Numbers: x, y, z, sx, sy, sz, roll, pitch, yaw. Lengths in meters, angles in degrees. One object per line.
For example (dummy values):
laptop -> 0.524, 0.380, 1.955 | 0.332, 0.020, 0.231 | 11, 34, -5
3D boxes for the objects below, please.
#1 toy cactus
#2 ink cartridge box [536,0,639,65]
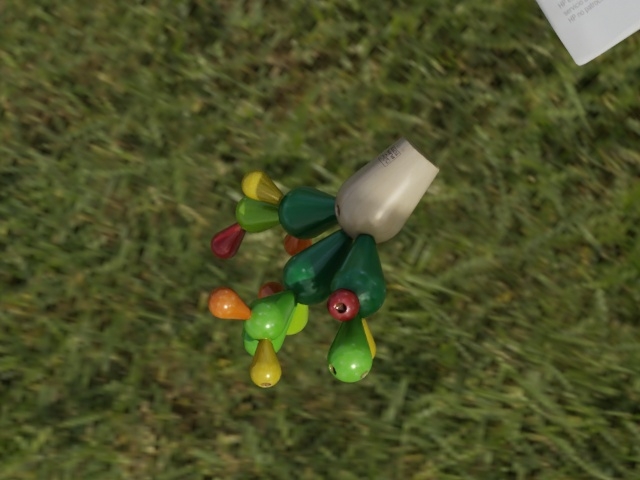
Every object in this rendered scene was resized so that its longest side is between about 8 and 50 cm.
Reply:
toy cactus -> 0.000, 0.000, 1.241 | 0.180, 0.112, 0.219 | -48, 26, 9
ink cartridge box -> 0.172, -0.274, 0.938 | 0.270, 0.197, 0.198 | 57, 142, 0
